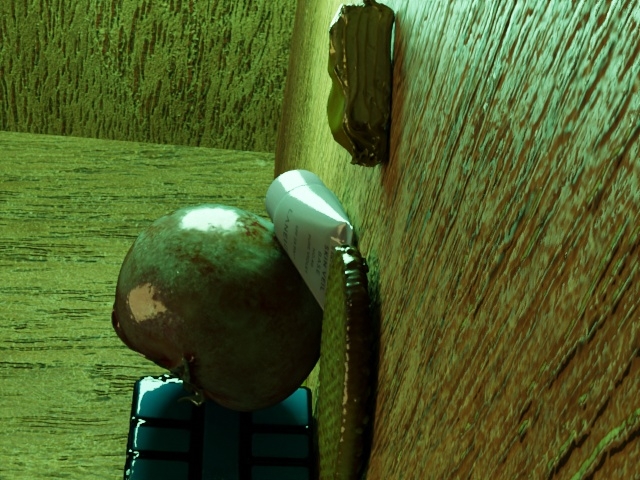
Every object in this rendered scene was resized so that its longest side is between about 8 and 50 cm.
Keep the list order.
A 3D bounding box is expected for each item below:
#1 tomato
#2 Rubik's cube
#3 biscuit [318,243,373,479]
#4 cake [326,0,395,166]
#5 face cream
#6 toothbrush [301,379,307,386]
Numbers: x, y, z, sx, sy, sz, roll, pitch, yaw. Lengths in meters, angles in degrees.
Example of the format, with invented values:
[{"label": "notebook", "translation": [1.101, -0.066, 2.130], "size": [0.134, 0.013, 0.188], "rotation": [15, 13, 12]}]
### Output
[{"label": "tomato", "translation": [-0.140, 0.101, 2.217], "size": [0.283, 0.316, 0.317], "rotation": [-57, 0, -9]}, {"label": "Rubik's cube", "translation": [-0.156, 0.396, 2.319], "size": [0.288, 0.283, 0.294], "rotation": [-94, 10, -55]}, {"label": "biscuit", "translation": [0.029, 0.153, 1.742], "size": [0.305, 0.038, 0.305], "rotation": [-177, 90, -85]}, {"label": "cake", "translation": [0.040, -0.166, 1.684], "size": [0.116, 0.079, 0.185], "rotation": [-91, 11, -73]}, {"label": "face cream", "translation": [0.000, 0.000, 2.049], "size": [0.274, 0.096, 0.154], "rotation": [-122, 37, -61]}, {"label": "toothbrush", "translation": [-0.028, 0.216, 2.525], "size": [0.024, 0.021, 0.288], "rotation": [-179, 93, -75]}]
